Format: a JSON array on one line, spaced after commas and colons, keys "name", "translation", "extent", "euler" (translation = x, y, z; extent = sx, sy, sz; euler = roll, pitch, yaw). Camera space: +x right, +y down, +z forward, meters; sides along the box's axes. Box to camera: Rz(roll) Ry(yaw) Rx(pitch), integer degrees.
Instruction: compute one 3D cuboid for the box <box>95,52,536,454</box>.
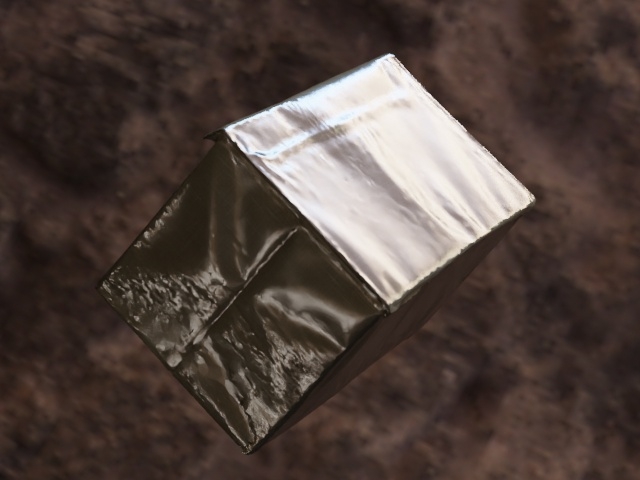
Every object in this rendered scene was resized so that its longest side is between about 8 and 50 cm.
[{"name": "box", "translation": [0.000, 0.000, 1.231], "extent": [0.149, 0.155, 0.231], "euler": [-49, -8, 31]}]
